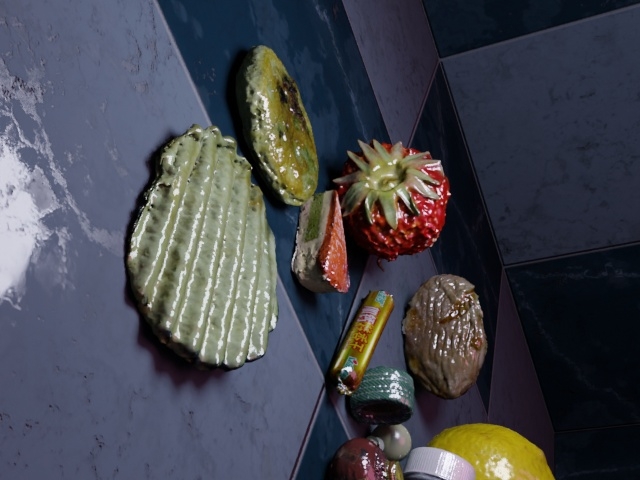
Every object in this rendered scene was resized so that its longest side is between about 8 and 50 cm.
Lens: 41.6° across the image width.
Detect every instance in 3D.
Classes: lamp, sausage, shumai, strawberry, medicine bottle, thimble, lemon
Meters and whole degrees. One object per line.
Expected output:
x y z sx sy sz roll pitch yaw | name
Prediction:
0.090 0.460 1.625 0.157 0.135 0.156 52 33 -44 | lamp
0.084 0.222 1.822 0.371 0.082 0.082 -56 130 -60 | sausage
0.366 0.287 2.285 0.283 0.217 0.345 48 34 -51 | shumai
0.170 -0.058 1.965 0.343 0.292 0.292 73 17 -55 | strawberry
0.218 0.587 1.760 0.165 0.165 0.273 58 45 -41 | medicine bottle
0.132 0.332 1.791 0.118 0.135 0.090 67 21 -45 | thimble
0.128 0.439 1.816 0.163 0.091 0.090 10 69 -51 | lamp
0.394 0.611 1.993 0.350 0.387 0.349 -14 107 -55 | lemon

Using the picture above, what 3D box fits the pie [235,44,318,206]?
-0.076 -0.232 1.664 0.323 0.071 0.323 -12 90 -70 | pie

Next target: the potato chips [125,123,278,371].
-0.162 0.022 1.331 0.358 0.070 0.429 54 31 -41 | potato chips

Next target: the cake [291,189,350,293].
-0.007 -0.001 1.688 0.117 0.086 0.220 20 62 -68 | cake
